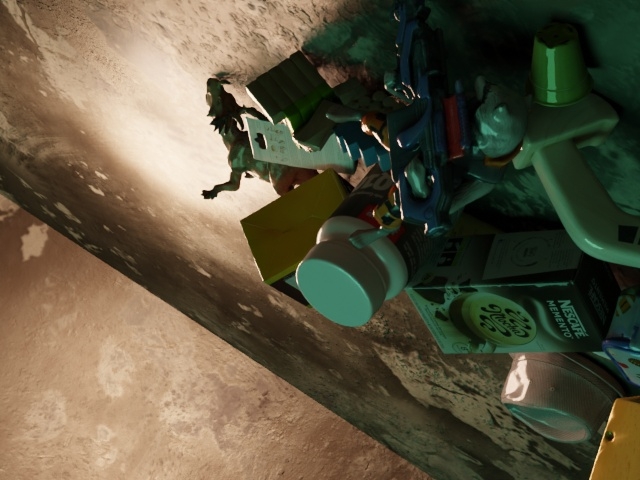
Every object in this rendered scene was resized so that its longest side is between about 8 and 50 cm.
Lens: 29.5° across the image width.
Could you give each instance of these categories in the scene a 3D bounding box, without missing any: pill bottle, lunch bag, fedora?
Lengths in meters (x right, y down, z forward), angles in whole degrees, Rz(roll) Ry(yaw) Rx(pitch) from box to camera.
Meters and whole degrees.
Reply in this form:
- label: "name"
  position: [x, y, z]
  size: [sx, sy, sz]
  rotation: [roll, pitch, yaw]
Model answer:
- label: "pill bottle"
  position: [0.095, -0.009, 1.901]
  size: [0.161, 0.283, 0.161]
  rotation: [25, 143, 21]
- label: "lunch bag"
  position: [0.584, 0.179, 1.791]
  size: [0.303, 0.115, 0.243]
  rotation: [11, 159, 34]
- label: "fedora"
  position: [0.444, 0.299, 2.330]
  size: [0.275, 0.124, 0.244]
  rotation: [19, 155, 36]

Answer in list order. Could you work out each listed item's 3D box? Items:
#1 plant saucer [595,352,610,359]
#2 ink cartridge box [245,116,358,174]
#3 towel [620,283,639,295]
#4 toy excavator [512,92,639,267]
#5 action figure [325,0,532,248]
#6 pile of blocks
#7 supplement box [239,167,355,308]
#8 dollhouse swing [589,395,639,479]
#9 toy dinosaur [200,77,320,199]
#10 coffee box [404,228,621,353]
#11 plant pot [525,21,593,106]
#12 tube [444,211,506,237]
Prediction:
- label: "plant saucer"
  position: [0.470, 0.136, 2.043]
  size: [0.195, 0.037, 0.195]
  rotation: [31, 160, 12]
- label: "ink cartridge box"
  position: [-0.028, -0.171, 2.040]
  size: [0.179, 0.045, 0.145]
  rotation: [12, 156, 9]
- label: "towel"
  position: [0.542, 0.105, 1.865]
  size: [0.148, 0.027, 0.110]
  rotation: [30, 159, -5]
- label: "toy excavator"
  position: [0.460, 0.033, 1.499]
  size: [0.445, 0.433, 0.222]
  rotation: [6, 159, -3]
- label: "action figure"
  position: [0.146, -0.157, 1.590]
  size: [0.178, 0.341, 0.330]
  rotation: [7, 169, -35]
- label: "pile of blocks"
  position: [0.055, -0.160, 1.857]
  size: [0.362, 0.149, 0.113]
  rotation: [24, 157, 26]
- label: "supplement box"
  position: [0.000, 0.000, 2.131]
  size: [0.194, 0.191, 0.129]
  rotation: [35, -152, -61]
- label: "dollhouse swing"
  position: [0.640, 0.393, 1.836]
  size: [0.305, 0.315, 0.346]
  rotation: [26, 169, -35]
- label: "toy dinosaur"
  position: [-0.093, -0.156, 2.164]
  size: [0.295, 0.127, 0.200]
  rotation: [19, 130, 2]
- label: "coffee box"
  position: [0.308, 0.084, 1.931]
  size: [0.297, 0.119, 0.168]
  rotation: [-5, 132, 36]
- label: "plant pot"
  position: [0.287, -0.219, 1.476]
  size: [0.083, 0.083, 0.079]
  rotation: [21, 144, 32]
- label: "tube"
  position: [0.195, -0.032, 2.054]
  size: [0.240, 0.070, 0.062]
  rotation: [27, 170, 24]
